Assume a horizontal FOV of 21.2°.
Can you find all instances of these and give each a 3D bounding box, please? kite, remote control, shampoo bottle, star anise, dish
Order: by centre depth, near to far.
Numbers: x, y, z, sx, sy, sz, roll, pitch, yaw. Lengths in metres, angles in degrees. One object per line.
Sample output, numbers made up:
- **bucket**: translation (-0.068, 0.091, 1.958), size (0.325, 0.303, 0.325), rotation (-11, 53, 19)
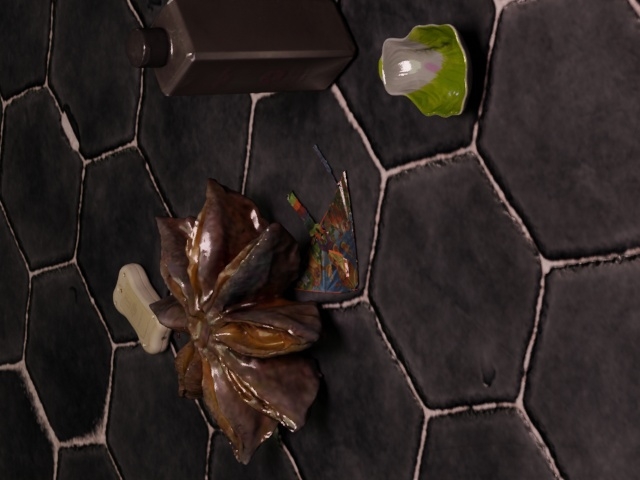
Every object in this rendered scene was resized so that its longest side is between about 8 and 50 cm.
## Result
- **dish**: translation (0.113, -0.171, 1.682), size (0.137, 0.039, 0.091), rotation (12, 110, 54)
- **shampoo bottle**: translation (-0.086, -0.202, 1.776), size (0.080, 0.246, 0.079), rotation (-48, 56, 47)
- **kite**: translation (0.000, 0.000, 1.892), size (0.160, 0.010, 0.183), rotation (55, 136, 34)
- **star anise**: translation (-0.093, 0.087, 1.948), size (0.332, 0.117, 0.331), rotation (19, 116, 46)
- **remote control**: translation (-0.227, 0.088, 2.204), size (0.122, 0.032, 0.074), rotation (52, 134, 37)
